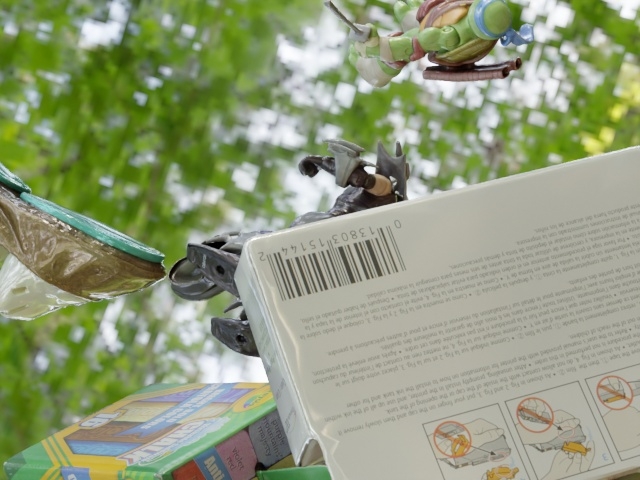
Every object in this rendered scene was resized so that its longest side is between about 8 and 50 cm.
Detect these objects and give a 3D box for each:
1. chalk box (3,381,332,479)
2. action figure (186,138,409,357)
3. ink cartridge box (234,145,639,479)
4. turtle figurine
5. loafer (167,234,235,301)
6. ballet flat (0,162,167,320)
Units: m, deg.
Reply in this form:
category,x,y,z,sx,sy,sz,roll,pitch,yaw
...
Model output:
category,x,y,z,sx,sy,sz,roll,pitch,yaw
chalk box,-0.086,0.226,1.358,0.179,0.289,0.180,-27,-77,-39
action figure,0.000,0.000,1.629,0.285,0.099,0.185,-33,-52,-45
ink cartridge box,0.125,0.090,1.050,0.296,0.261,0.066,-13,-23,-16
turtle figurine,0.112,-0.299,2.044,0.266,0.275,0.198,159,127,-69
loafer,-0.143,0.025,2.338,0.078,0.220,0.080,47,-129,-26
ballet flat,-0.289,-0.004,1.540,0.124,0.342,0.116,-61,-27,2
